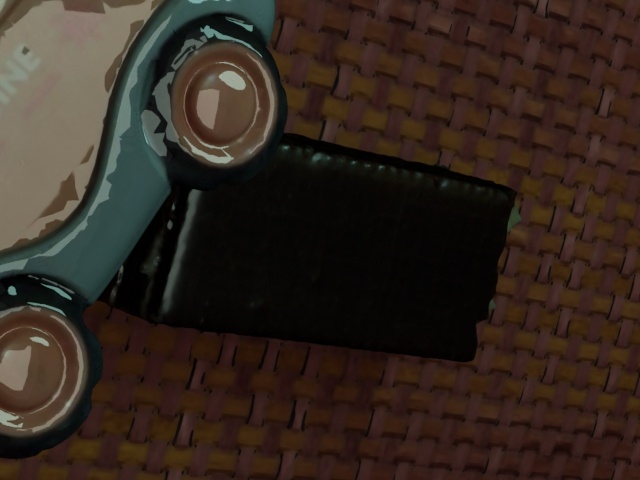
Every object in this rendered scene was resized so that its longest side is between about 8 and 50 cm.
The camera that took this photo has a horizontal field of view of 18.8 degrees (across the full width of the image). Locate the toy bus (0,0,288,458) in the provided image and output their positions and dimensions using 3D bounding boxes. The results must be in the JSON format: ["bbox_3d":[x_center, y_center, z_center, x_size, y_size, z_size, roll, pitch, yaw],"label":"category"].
[{"bbox_3d":[-0.173,-0.059,0.799,0.232,0.194,0.288,41,75,-27],"label":"toy bus"}]

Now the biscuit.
[{"bbox_3d":[0.000,0.000,1.031,0.252,0.070,0.106,9,97,-42],"label":"biscuit"}]
